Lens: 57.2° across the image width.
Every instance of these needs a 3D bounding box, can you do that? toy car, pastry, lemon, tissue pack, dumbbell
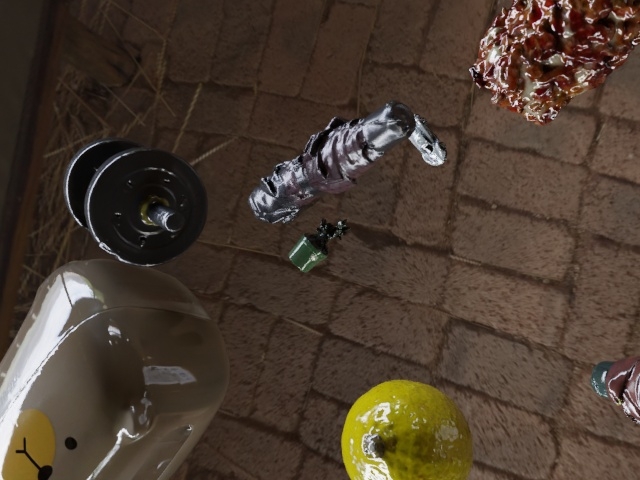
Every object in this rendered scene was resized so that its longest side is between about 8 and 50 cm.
[{"bbox_3d":[0.171,-0.162,0.959,0.093,0.025,0.041,55,139,10],"label":"toy car"},{"bbox_3d":[0.240,-0.207,0.547,0.115,0.097,0.208,38,117,-20],"label":"pastry"},{"bbox_3d":[0.072,0.172,0.494,0.109,0.133,0.109,-13,68,33],"label":"lemon"},{"bbox_3d":[-0.312,0.242,0.829,0.387,0.267,0.277,-51,56,14],"label":"tissue pack"},{"bbox_3d":[-0.243,-0.055,0.756,0.325,0.143,0.143,23,90,55],"label":"dumbbell"}]

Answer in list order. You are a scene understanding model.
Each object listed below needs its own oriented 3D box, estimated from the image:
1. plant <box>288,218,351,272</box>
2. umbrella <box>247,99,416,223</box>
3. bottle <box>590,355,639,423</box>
[{"bbox_3d":[0.000,0.000,0.882,0.102,0.051,0.051,-44,79,9],"label":"plant"},{"bbox_3d":[0.003,-0.107,0.851,0.326,0.094,0.090,-30,40,44],"label":"umbrella"},{"bbox_3d":[0.689,0.313,1.222,0.156,0.271,0.143,21,78,-22],"label":"bottle"}]
